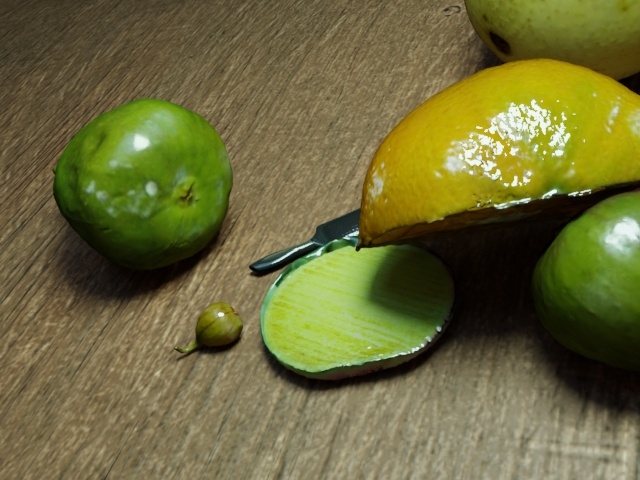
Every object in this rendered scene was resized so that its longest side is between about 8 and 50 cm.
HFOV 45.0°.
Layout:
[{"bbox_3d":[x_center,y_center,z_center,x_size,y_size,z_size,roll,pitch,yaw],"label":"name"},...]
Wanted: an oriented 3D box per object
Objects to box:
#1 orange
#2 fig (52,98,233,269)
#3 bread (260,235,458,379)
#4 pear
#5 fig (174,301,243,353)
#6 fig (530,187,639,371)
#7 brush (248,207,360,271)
[{"bbox_3d":[0.209,-0.061,0.789,0.310,0.274,0.274,21,49,11],"label":"orange"},{"bbox_3d":[-0.245,-0.094,1.042,0.233,0.233,0.314,-26,33,-10],"label":"fig"},{"bbox_3d":[0.041,0.072,0.865,0.229,0.033,0.228,-11,37,8],"label":"bread"},{"bbox_3d":[0.357,-0.375,1.046,0.349,0.348,0.348,-12,38,9],"label":"pear"},{"bbox_3d":[-0.129,0.105,0.888,0.083,0.050,0.050,-34,37,5],"label":"fig"},{"bbox_3d":[0.293,0.040,0.690,0.191,0.181,0.181,39,62,20],"label":"fig"},{"bbox_3d":[0.000,0.000,0.984,0.194,0.016,0.063,-24,37,-8],"label":"brush"}]
